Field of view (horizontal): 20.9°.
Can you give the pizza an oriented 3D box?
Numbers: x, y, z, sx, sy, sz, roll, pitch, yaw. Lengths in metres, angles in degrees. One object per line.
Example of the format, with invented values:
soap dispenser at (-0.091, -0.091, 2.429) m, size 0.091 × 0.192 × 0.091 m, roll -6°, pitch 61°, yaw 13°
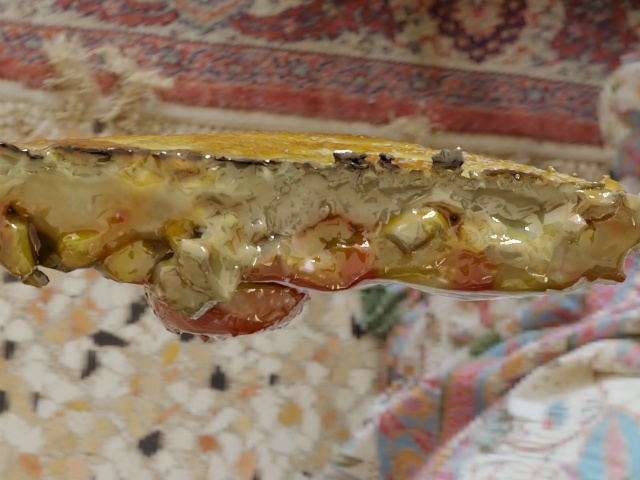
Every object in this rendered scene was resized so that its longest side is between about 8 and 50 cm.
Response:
pizza at (0.000, 0.000, 1.048) m, size 0.440 × 0.406 × 0.130 m, roll -9°, pitch 104°, yaw -62°
